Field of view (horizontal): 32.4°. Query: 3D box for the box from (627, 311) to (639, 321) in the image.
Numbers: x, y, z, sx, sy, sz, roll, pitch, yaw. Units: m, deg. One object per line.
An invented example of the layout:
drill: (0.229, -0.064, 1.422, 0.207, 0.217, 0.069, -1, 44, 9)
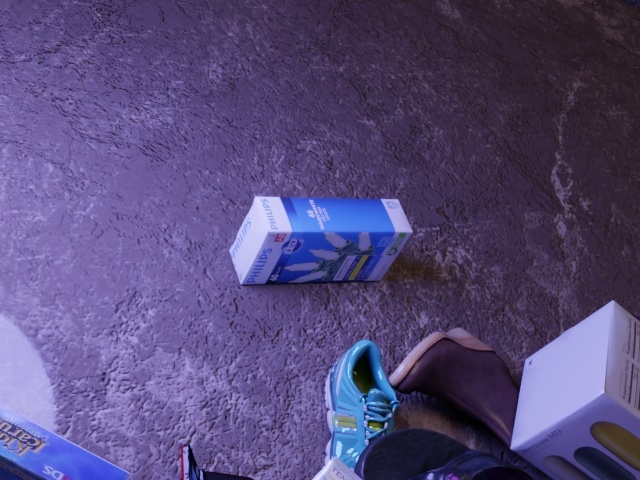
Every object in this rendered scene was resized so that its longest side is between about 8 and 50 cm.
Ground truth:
box: (0.577, 0.247, 1.864, 0.261, 0.103, 0.184, 24, 45, -6)

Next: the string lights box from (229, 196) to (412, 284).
string lights box: (0.000, 0.000, 1.766, 0.260, 0.133, 0.076, -1, 51, -28)

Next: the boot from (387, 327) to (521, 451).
boot: (0.230, 0.235, 1.675, 0.207, 0.090, 0.248, 48, 32, 17)

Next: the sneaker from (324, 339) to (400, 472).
sneaker: (0.065, 0.264, 1.562, 0.107, 0.110, 0.275, 7, 47, -23)

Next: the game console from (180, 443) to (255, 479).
game console: (-0.125, 0.343, 1.405, 0.085, 0.124, 0.144, -9, 48, -1)

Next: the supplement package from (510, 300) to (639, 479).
supplement package: (0.459, 0.273, 1.661, 0.263, 0.199, 0.198, 36, 41, -12)

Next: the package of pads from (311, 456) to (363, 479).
package of pads: (0.053, 0.389, 1.294, 0.229, 0.296, 0.101, 43, 68, 10)

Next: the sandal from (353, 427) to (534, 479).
sandal: (0.251, 0.366, 1.505, 0.446, 0.107, 0.167, 26, 50, -19)

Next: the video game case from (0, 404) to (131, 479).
video game case: (-0.368, 0.276, 1.216, 0.270, 0.244, 0.061, 28, 43, 0)
